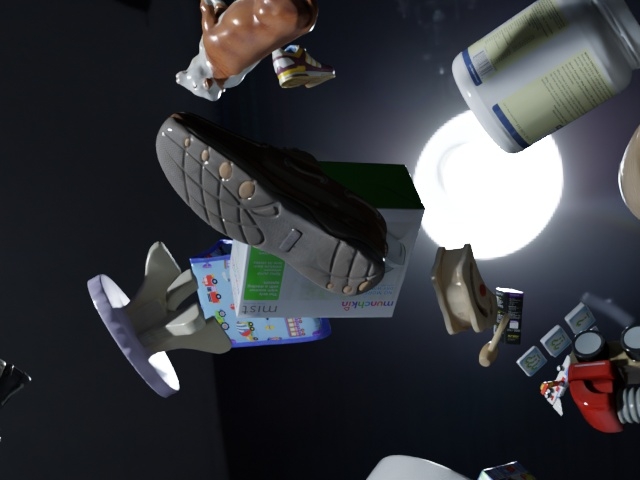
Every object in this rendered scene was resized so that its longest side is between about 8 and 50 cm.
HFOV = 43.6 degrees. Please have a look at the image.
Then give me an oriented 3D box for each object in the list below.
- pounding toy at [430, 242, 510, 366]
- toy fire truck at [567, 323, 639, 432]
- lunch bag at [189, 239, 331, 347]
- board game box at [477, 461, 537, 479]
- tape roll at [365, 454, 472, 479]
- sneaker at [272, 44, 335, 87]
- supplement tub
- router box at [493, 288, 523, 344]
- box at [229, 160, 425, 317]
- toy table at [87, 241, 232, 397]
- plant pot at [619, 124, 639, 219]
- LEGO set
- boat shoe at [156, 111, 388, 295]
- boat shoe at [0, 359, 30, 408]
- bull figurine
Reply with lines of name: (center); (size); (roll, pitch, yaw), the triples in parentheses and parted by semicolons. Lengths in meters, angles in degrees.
pounding toy: (0.366, 0.132, 1.806); (0.155, 0.269, 0.154); (-10, 19, 32)
toy fire truck: (0.515, 0.276, 1.265); (0.217, 0.246, 0.158); (-12, -48, 31)
lunch bag: (-0.114, 0.116, 1.764); (0.293, 0.221, 0.138); (-2, 18, 28)
board game box: (0.478, 0.596, 1.840); (0.136, 0.035, 0.201); (3, 26, -41)
tape roll: (0.221, 0.469, 1.163); (0.072, 0.392, 0.392); (-46, 22, -27)
sneaker: (-0.032, -0.367, 1.660); (0.069, 0.084, 0.185); (-19, 0, 30)
supplement tub: (0.447, -0.341, 1.545); (0.325, 0.235, 0.235); (-32, -10, 23)
router box: (0.488, 0.196, 2.082); (0.046, 0.133, 0.179); (4, 0, 3)
box: (0.000, 0.000, 1.251); (0.262, 0.231, 0.127); (1, 39, -15)
toy table: (-0.298, 0.147, 1.523); (0.161, 0.274, 0.252); (-32, 33, -1)
plant pot: (0.534, -0.096, 1.213); (0.237, 0.237, 0.110); (-6, -8, -34)
LEGO set: (0.528, 0.255, 1.671); (0.244, 0.182, 0.060); (46, 2, -45)
boat shoe: (-0.053, -0.057, 0.995); (0.324, 0.116, 0.123); (35, -43, -13)
boat shoe: (-0.501, 0.283, 1.195); (0.065, 0.206, 0.075); (31, -19, -29)
bull figurine: (-0.135, -0.362, 1.329); (0.310, 0.188, 0.101); (-20, 5, 36)
